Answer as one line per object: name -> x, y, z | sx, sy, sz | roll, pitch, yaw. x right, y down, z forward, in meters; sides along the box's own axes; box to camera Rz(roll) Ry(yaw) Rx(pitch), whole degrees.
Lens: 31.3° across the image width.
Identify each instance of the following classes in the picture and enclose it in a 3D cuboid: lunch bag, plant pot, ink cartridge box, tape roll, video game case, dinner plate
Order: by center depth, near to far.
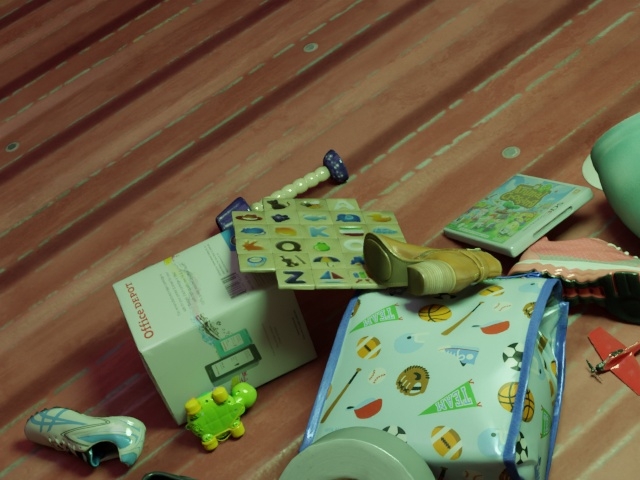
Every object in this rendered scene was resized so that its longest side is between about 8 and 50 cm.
tape roll -> 0.048, 0.362, 1.511 | 0.219, 0.219, 0.072 | -1, 5, 20
lunch bag -> 0.189, 0.215, 1.706 | 0.327, 0.239, 0.386 | -2, 49, 22
plant pot -> 0.608, -0.084, 1.865 | 0.293, 0.293, 0.196 | -11, 68, 9
ink cartridge box -> -0.182, 0.138, 1.954 | 0.270, 0.197, 0.198 | -25, 41, -8
video game case -> 0.349, -0.049, 2.038 | 0.193, 0.023, 0.212 | -35, 23, -17
dinner plate -> 0.557, -0.142, 2.118 | 0.141, 0.017, 0.141 | -10, 41, 9

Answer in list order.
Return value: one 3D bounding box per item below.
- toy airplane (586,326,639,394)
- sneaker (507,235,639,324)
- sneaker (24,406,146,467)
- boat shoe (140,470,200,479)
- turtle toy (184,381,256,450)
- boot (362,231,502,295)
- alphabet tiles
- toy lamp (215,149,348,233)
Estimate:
toy airplane -> 0.490, 0.173, 1.791 | 0.151, 0.028, 0.151 | -10, 44, 10
sneaker -> 0.470, 0.044, 1.874 | 0.313, 0.116, 0.136 | 7, 46, 27
sneaker -> -0.405, 0.334, 1.918 | 0.237, 0.085, 0.086 | -1, 52, 25
boat shoe -> -0.146, 0.433, 1.686 | 0.340, 0.113, 0.127 | 27, 57, 39
turtle toy -> -0.164, 0.280, 1.888 | 0.130, 0.095, 0.066 | -25, 20, -7
boot -> 0.168, 0.033, 1.754 | 0.152, 0.073, 0.197 | -9, 27, -30
alphabet tiles -> 0.000, 0.000, 1.901 | 0.285, 0.011, 0.342 | -1, 25, -7
toy lamp -> -0.079, -0.088, 2.253 | 0.274, 0.080, 0.080 | -31, 42, -13
